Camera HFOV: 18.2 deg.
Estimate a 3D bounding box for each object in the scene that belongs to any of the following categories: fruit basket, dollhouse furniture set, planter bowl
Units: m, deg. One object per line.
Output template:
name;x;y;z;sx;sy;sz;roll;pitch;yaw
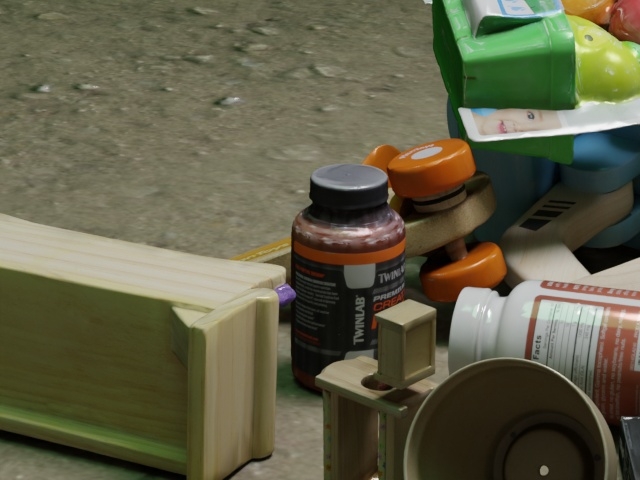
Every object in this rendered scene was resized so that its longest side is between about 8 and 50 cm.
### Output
fruit basket;0.291;-0.217;1.997;0.353;0.165;0.327;-11;38;1
dollhouse furniture set;0.079;0.114;1.617;0.101;0.182;0.161;18;28;39
planter bowl;0.158;0.176;1.529;0.162;0.162;0.109;12;-4;27

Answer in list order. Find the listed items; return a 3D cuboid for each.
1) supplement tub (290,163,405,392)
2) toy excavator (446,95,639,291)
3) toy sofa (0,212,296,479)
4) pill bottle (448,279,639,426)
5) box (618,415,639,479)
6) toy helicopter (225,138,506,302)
supplement tub;0.025;0.034;1.806;0.106;0.198;0.106;0;22;0
toy excavator;0.255;-0.043;2.070;0.433;0.222;0.445;19;41;38
toy sofa;-0.207;0.089;1.725;0.362;0.150;0.177;10;18;24
pill bottle;0.227;0.098;1.749;0.216;0.121;0.121;7;22;17
box;0.338;0.199;1.594;0.184;0.045;0.191;4;20;2
toy helicopter;0.000;0.000;1.970;0.355;0.140;0.235;-19;16;-2
